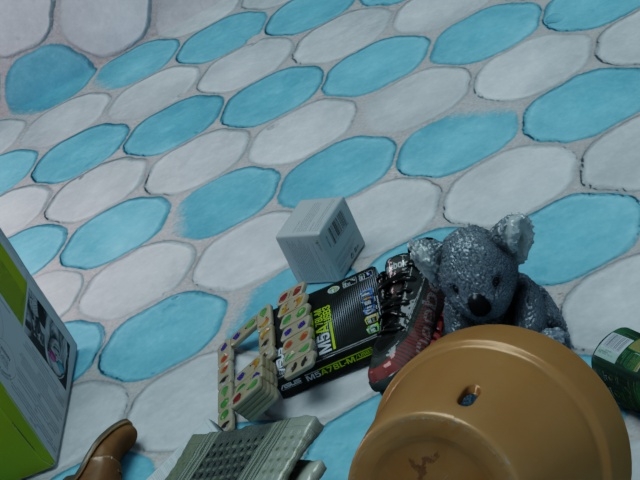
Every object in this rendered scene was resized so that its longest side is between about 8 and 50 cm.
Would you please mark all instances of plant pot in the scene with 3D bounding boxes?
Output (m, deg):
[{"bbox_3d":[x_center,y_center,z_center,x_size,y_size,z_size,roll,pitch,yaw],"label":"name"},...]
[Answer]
[{"bbox_3d":[0.160,0.252,1.643,0.291,0.291,0.203,-8,6,30],"label":"plant pot"}]

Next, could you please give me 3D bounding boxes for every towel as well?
[{"bbox_3d":[-0.142,0.362,1.916,0.312,0.056,0.324,-18,34,54],"label":"towel"}]

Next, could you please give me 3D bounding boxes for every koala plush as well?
[{"bbox_3d":[0.216,0.070,2.034,0.196,0.221,0.203,-15,30,20],"label":"koala plush"}]

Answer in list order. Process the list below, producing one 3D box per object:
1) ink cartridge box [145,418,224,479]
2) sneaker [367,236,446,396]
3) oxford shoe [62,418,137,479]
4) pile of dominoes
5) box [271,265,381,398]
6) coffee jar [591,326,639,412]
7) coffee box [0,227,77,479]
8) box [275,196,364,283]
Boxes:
[{"bbox_3d":[-0.180,0.345,2.111,0.179,0.045,0.145,-47,31,0],"label":"ink cartridge box"},{"bbox_3d":[0.121,0.097,2.146,0.097,0.135,0.276,-21,25,44],"label":"sneaker"},{"bbox_3d":[-0.308,0.338,2.200,0.076,0.076,0.212,20,42,14],"label":"oxford shoe"},{"bbox_3d":[-0.092,0.160,2.255,0.196,0.040,0.251,-43,24,18],"label":"pile of dominoes"},{"bbox_3d":[0.014,0.132,2.281,0.184,0.045,0.190,-21,29,8],"label":"box"},{"bbox_3d":[0.412,0.172,1.834,0.079,0.096,0.184,-39,31,-18],"label":"coffee jar"},{"bbox_3d":[-0.617,0.187,2.399,0.338,0.338,0.334,-22,29,9],"label":"coffee box"},{"bbox_3d":[0.000,0.000,2.456,0.087,0.102,0.101,-4,36,32],"label":"box"}]
